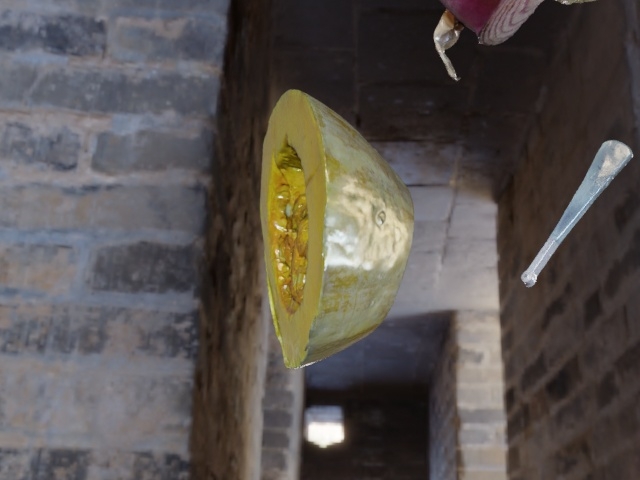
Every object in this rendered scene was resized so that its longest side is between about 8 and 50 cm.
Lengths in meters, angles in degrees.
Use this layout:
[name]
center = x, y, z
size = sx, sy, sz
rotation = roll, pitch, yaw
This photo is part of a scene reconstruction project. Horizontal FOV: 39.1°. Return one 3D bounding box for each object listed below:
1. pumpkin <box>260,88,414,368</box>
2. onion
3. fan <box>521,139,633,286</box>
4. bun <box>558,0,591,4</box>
[pumpkin]
center = 0.016, -0.006, 0.713
size = 0.110, 0.217, 0.217
rotation = 3, 158, -21
[onion]
center = 0.213, -0.399, 1.156
size = 0.272, 0.230, 0.256
rotation = -37, 172, 5
[fan]
center = 0.410, -0.045, 1.475
size = 0.057, 0.282, 0.023
rotation = 37, 180, 39
[bun]
center = 0.230, -0.337, 0.866
size = 0.220, 0.134, 0.220
rotation = 35, 170, 7
